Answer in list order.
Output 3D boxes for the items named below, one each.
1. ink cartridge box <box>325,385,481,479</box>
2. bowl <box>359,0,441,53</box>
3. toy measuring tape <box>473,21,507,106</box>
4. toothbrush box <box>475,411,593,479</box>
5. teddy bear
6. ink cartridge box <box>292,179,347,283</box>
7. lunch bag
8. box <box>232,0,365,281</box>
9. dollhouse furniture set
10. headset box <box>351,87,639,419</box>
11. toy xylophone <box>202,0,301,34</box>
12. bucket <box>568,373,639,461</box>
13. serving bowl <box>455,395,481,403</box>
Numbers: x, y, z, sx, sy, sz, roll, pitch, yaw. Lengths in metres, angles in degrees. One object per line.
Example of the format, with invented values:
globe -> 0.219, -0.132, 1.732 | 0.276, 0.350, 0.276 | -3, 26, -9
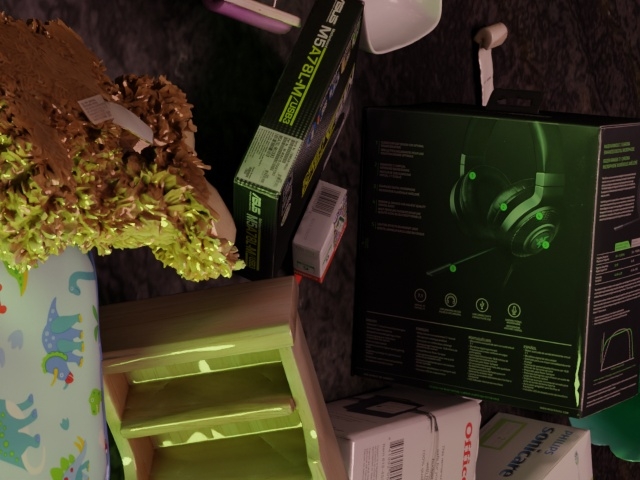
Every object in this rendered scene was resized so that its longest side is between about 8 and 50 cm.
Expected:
ink cartridge box -> 0.047, 0.239, 1.518 | 0.237, 0.100, 0.171 | -5, 102, -56
bowl -> 0.054, -0.247, 1.469 | 0.142, 0.053, 0.142 | -30, 122, -50
toy measuring tape -> 0.224, -0.063, 1.717 | 0.121, 0.121, 0.330 | -29, 120, -51
toothbrush box -> 0.208, 0.363, 1.776 | 0.206, 0.122, 0.283 | -34, 125, -49
teddy bear -> -0.189, -0.066, 1.002 | 0.113, 0.245, 0.338 | -43, 152, 22
ink cartridge box -> 0.000, 0.000, 1.418 | 0.115, 0.029, 0.062 | 88, 24, -68
lunch bag -> -0.221, 0.087, 1.024 | 0.176, 0.090, 0.218 | -6, 92, -56
box -> -0.019, -0.080, 1.328 | 0.184, 0.045, 0.190 | 93, 19, -65
dollhouse furniture set -> -0.077, 0.251, 1.117 | 0.394, 0.362, 0.256 | -86, 163, -54
headset box -> 0.169, 0.000, 1.524 | 0.131, 0.246, 0.283 | -10, 104, -55
toy xylophone -> -0.070, -0.322, 1.236 | 0.236, 0.081, 0.322 | -4, 100, -56
bucket -> 0.394, 0.102, 1.884 | 0.183, 0.281, 0.281 | -20, 114, -60
serving bowl -> 0.157, 0.132, 1.733 | 0.083, 0.027, 0.083 | -17, 110, -54
